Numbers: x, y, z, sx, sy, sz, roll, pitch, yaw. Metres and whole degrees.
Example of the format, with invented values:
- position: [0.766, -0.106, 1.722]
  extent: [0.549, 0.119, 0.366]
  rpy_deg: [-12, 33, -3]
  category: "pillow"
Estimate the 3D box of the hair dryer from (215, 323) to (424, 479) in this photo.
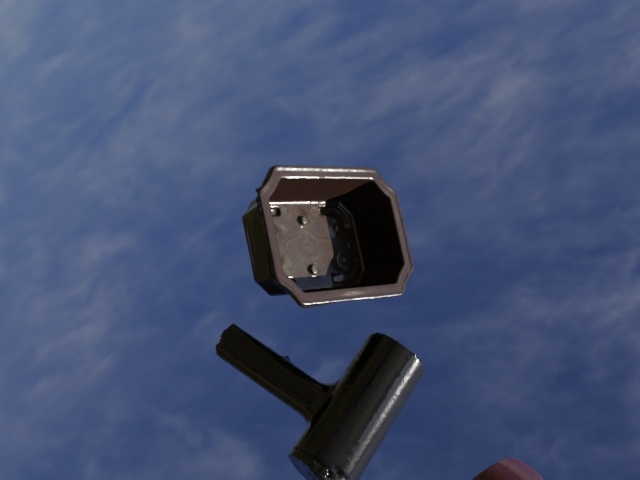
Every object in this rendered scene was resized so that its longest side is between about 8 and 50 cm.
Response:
- position: [-0.023, 0.173, 1.206]
  extent: [0.251, 0.089, 0.197]
  rpy_deg: [29, -112, 20]
  category: "hair dryer"

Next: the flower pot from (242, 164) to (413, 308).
- position: [0.000, 0.000, 1.262]
  extent: [0.084, 0.251, 0.178]
  rpy_deg: [-21, -103, 45]
  category: "flower pot"

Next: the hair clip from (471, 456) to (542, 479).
- position: [0.206, 0.296, 1.154]
  extent: [0.137, 0.022, 0.054]
  rpy_deg: [-26, -135, -34]
  category: "hair clip"
